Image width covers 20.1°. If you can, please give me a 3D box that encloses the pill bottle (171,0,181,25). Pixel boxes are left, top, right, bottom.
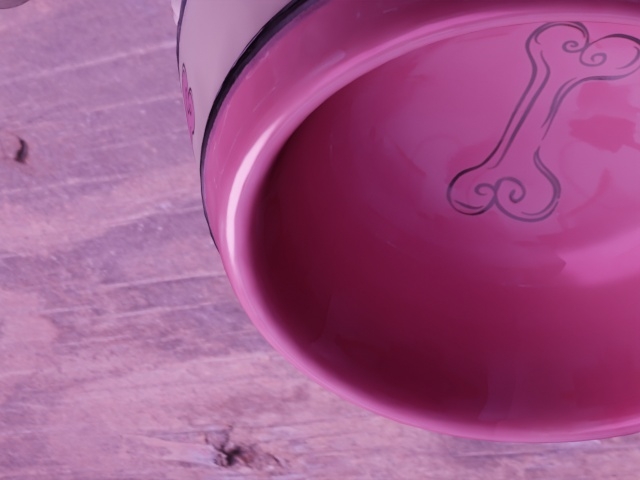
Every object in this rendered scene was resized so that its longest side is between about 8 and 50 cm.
[{"bbox_3d":[-0.083,-0.246,1.000,0.169,0.169,0.301,-8,127,35],"label":"pill bottle"}]

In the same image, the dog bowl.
[{"bbox_3d":[0.119,-0.047,0.962,0.408,0.150,0.408,2,138,2],"label":"dog bowl"}]

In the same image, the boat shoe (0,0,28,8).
[{"bbox_3d":[-0.229,-0.188,1.201,0.095,0.112,0.335,32,148,-30],"label":"boat shoe"}]
